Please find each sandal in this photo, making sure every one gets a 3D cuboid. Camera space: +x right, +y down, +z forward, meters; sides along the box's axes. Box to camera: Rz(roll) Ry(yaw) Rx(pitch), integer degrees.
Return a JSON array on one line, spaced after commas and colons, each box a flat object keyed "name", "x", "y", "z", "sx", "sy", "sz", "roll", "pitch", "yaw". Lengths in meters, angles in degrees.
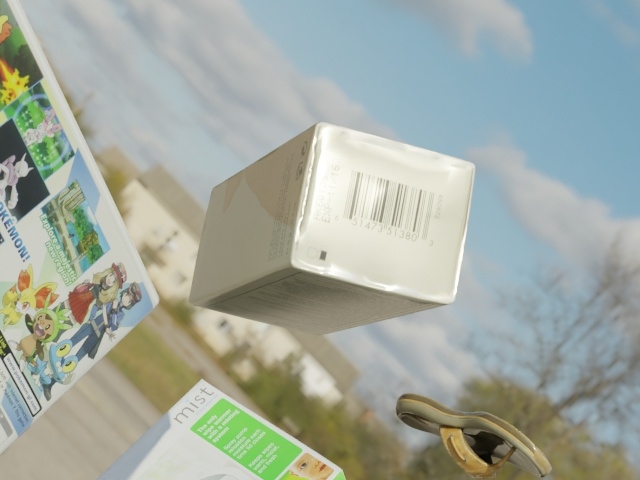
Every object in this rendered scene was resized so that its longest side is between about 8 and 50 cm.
[{"name": "sandal", "x": 0.129, "y": 0.180, "z": 1.396, "sx": 0.180, "sy": 0.049, "sz": 0.072, "roll": 14, "pitch": -26, "yaw": 46}]

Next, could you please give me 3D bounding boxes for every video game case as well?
[{"name": "video game case", "x": -0.274, "y": 0.002, "z": 1.108, "sx": 0.036, "sy": 0.300, "sz": 0.329, "roll": 7, "pitch": -50, "yaw": 41}]

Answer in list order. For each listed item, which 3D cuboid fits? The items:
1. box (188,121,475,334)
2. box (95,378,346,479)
[{"name": "box", "x": 0.000, "y": 0.000, "z": 1.379, "sx": 0.148, "sy": 0.121, "sz": 0.311, "roll": 14, "pitch": -12, "yaw": -19}, {"name": "box", "x": -0.129, "y": 0.322, "z": 1.766, "sx": 0.231, "sy": 0.262, "sz": 0.126, "roll": 30, "pitch": -29, "yaw": 35}]
